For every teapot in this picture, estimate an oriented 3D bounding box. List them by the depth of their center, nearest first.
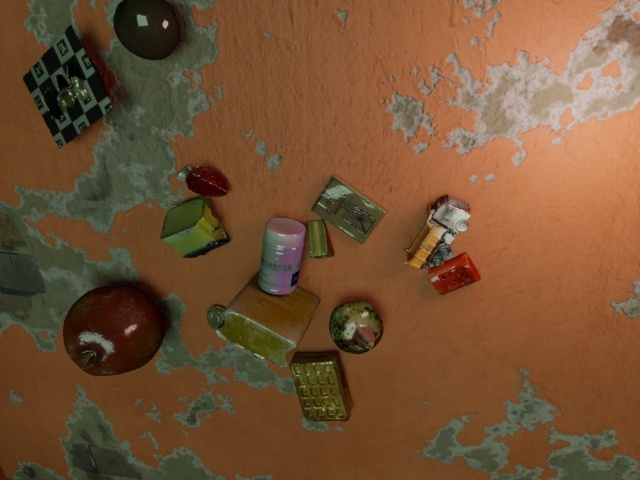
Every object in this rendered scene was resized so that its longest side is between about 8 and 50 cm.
[{"bbox_3d":[-0.494,-0.242,1.617,0.064,0.064,0.083,43,130,-16],"label":"teapot"}]

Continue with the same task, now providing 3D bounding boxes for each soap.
[{"bbox_3d":[-0.187,0.285,1.638,0.294,0.335,0.156,28,117,4],"label":"soap"}]

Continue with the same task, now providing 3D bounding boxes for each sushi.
[{"bbox_3d":[-0.879,-0.538,1.570,0.373,0.100,0.296,-20,99,32],"label":"sushi"}]

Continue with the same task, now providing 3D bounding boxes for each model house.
[{"bbox_3d":[-0.468,-0.035,1.686,0.194,0.170,0.211,-22,135,15],"label":"model house"}]

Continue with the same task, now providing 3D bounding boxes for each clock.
[{"bbox_3d":[0.475,0.127,1.547,0.155,0.061,0.113,-28,105,26],"label":"clock"}]

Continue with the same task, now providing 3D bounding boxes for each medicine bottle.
[{"bbox_3d":[-0.145,0.058,1.616,0.152,0.152,0.253,14,117,8],"label":"medicine bottle"}]

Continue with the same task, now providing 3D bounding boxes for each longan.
[{"bbox_3d":[-0.541,-0.674,1.365,0.212,0.198,0.198,-32,103,35],"label":"longan"}]

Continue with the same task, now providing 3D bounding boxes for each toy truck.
[{"bbox_3d":[0.391,-0.023,1.472,0.135,0.114,0.270,25,120,-3],"label":"toy truck"}]

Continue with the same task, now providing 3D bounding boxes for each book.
[{"bbox_3d":[0.101,-0.108,1.550,0.231,0.026,0.161,34,117,-2],"label":"book"}]

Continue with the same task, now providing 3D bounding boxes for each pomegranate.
[{"bbox_3d":[0.147,0.338,1.623,0.215,0.248,0.214,-5,106,-17],"label":"pomegranate"}]

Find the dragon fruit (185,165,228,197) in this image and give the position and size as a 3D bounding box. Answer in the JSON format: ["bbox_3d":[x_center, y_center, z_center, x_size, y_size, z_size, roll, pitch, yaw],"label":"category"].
[{"bbox_3d":[-0.427,-0.218,1.600,0.162,0.083,0.106,22,145,-34],"label":"dragon fruit"}]

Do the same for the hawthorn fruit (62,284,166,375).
[{"bbox_3d":[-0.874,0.395,1.825,0.403,0.402,0.402,5,115,12],"label":"hawthorn fruit"}]

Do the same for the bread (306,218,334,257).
[{"bbox_3d":[-0.001,-0.005,1.630,0.074,0.084,0.139,-11,80,19],"label":"bread"}]

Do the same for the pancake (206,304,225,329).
[{"bbox_3d":[-0.438,0.343,1.892,0.140,0.022,0.139,5,114,12],"label":"pancake"}]

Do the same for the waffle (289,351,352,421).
[{"bbox_3d":[0.004,0.630,1.875,0.224,0.098,0.327,-8,109,16],"label":"waffle"}]
